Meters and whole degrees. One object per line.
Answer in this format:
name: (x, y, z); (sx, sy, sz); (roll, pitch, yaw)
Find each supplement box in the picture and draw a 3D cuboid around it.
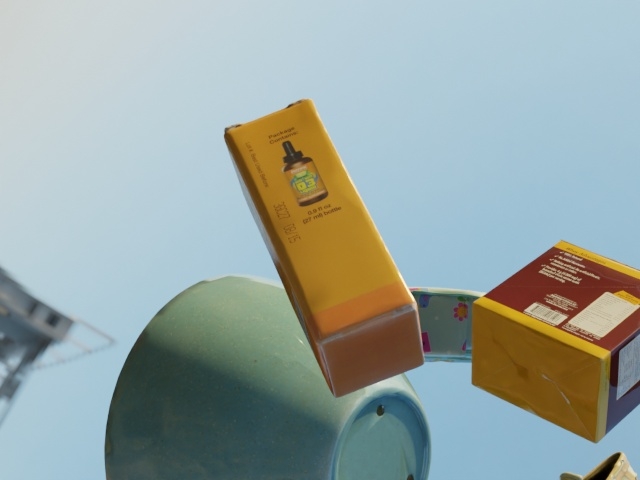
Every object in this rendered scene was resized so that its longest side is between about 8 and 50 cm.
supplement box: (0.322, 0.121, 1.768); (0.191, 0.129, 0.194); (24, -140, 37)
supplement box: (0.000, 0.000, 1.060); (0.078, 0.080, 0.233); (-21, -128, -5)

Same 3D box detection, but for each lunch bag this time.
lunch bag: (0.145, 0.124, 2.054); (0.224, 0.279, 0.107); (31, 62, -82)

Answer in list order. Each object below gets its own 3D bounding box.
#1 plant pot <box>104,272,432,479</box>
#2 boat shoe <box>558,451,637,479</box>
plant pot: (-0.018, 0.181, 1.253); (0.195, 0.290, 0.290); (5, -119, 43)
boat shoe: (0.257, 0.271, 1.439); (0.068, 0.072, 0.190); (-9, -169, 46)
